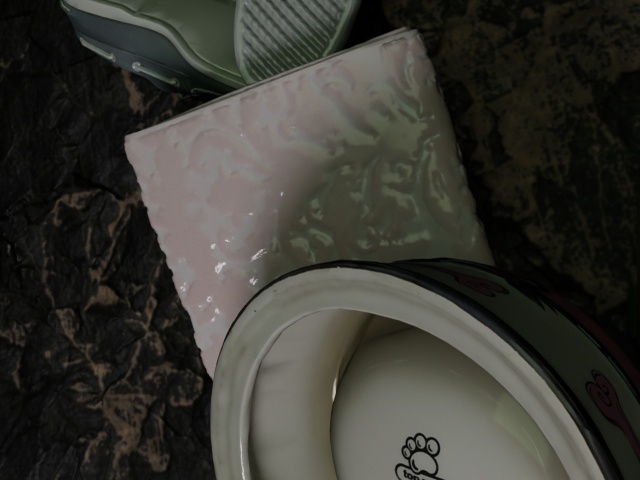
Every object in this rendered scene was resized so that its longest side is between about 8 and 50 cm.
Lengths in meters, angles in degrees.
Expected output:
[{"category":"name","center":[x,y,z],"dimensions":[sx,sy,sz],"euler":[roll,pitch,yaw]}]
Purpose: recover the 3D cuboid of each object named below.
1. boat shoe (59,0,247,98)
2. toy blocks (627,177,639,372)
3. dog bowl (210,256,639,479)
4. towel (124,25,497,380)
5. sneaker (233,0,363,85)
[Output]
[{"category":"boat shoe","center":[-0.151,-0.217,1.042],"dimensions":[0.319,0.099,0.116],"euler":[26,54,11]},{"category":"toy blocks","center":[0.398,0.083,0.749],"dimensions":[0.261,0.191,0.381],"euler":[2,81,9]},{"category":"dog bowl","center":[0.099,0.196,0.743],"dimensions":[0.408,0.150,0.408],"euler":[17,115,41]},{"category":"towel","center":[0.000,0.000,0.910],"dimensions":[0.317,0.053,0.332],"euler":[-17,95,16]},{"category":"sneaker","center":[-0.004,-0.296,0.974],"dimensions":[0.126,0.127,0.321],"euler":[14,90,6]}]
